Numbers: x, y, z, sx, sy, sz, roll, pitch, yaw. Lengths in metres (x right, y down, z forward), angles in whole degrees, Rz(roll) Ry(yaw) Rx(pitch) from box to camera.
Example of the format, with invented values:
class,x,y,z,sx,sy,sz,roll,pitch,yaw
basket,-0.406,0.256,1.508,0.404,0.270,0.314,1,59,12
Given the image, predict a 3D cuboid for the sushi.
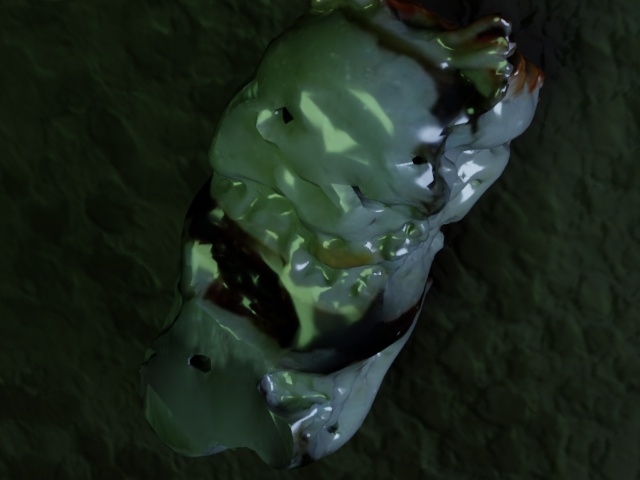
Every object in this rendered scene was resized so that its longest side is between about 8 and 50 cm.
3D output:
class,x,y,z,sx,sy,sz,roll,pitch,yaw
sushi,0.000,0.000,0.880,0.124,0.130,0.332,33,124,12
